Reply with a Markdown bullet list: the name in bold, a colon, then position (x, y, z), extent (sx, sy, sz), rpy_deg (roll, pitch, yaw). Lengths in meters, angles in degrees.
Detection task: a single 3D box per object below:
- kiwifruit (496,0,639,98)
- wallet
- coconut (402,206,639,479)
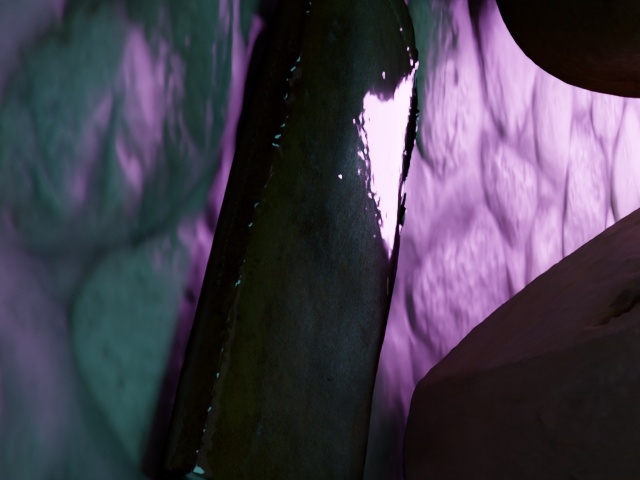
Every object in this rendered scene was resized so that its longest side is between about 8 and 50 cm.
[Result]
- **kiwifruit**: position (0.182, -0.195, 0.844), extent (0.196, 0.196, 0.234), rpy_deg (5, 81, -65)
- **wallet**: position (0.000, 0.000, 0.630), extent (0.137, 0.031, 0.255), rpy_deg (53, 44, -53)
- **coconut**: position (0.236, 0.143, 0.764), extent (0.415, 0.415, 0.345), rpy_deg (31, 73, -62)
